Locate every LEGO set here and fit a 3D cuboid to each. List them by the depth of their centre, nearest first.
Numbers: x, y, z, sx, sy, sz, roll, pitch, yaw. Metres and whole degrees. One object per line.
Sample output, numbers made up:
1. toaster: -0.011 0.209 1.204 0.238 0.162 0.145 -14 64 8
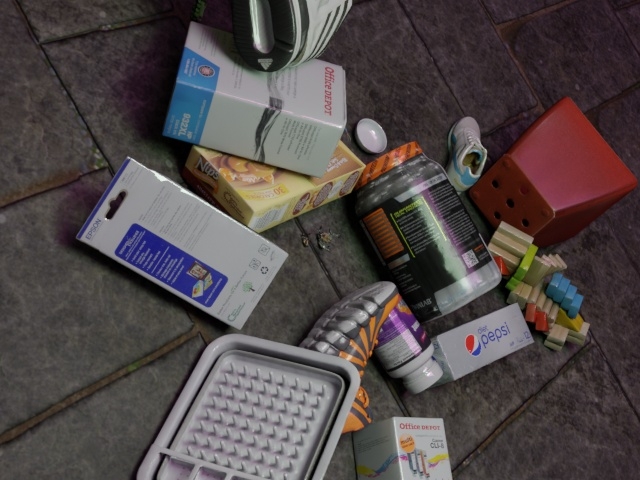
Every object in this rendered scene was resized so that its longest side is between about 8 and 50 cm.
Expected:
1. LEGO set: -0.002 -0.002 1.846 0.083 0.023 0.054 9 60 -21

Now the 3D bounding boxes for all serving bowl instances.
1. serving bowl: 0.106 -0.226 2.034 0.083 0.027 0.083 18 58 -32

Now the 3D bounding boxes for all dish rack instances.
1. dish rack: -0.105 0.316 1.480 0.072 0.285 0.333 78 29 -46

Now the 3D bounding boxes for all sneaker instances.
1. sneaker: -0.056 -0.539 1.663 0.257 0.169 0.448 -28 121 -60
2. sneaker: 0.055 0.230 1.693 0.321 0.124 0.180 -43 107 -18
3. sneaker: 0.353 -0.209 2.181 0.087 0.092 0.229 31 51 -22

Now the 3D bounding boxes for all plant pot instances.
1. plant pot: 0.512 -0.126 2.143 0.235 0.267 0.267 -28 76 -34

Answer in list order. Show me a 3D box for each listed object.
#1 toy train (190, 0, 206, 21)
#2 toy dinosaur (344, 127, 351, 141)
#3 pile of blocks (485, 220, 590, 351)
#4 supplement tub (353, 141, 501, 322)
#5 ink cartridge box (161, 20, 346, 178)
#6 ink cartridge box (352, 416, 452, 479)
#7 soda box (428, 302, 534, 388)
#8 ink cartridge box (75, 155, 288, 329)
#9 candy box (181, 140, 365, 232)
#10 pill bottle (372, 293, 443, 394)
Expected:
1. toy train: -0.246 -0.479 1.884 0.023 0.017 0.083 33 51 -35
2. toy dinosaur: 0.029 -0.244 1.957 0.082 0.047 0.090 -97 166 -56
3. pile of blocks: 0.497 0.123 2.094 0.362 0.149 0.113 45 49 -13
4. supplement tub: 0.207 -0.018 1.890 0.207 0.207 0.338 -26 87 -43
5. ink cartridge box: -0.118 -0.261 1.704 0.307 0.129 0.223 15 38 -11
6. ink cartridge box: 0.152 0.420 1.683 0.128 0.127 0.176 9 62 -35
7. soda box: 0.322 0.219 1.945 0.286 0.091 0.098 -16 81 -42
8. ink cartridge box: -0.233 0.004 1.567 0.332 0.065 0.165 34 91 -24
9. candy box: -0.084 -0.135 1.761 0.316 0.088 0.183 -25 65 -44
10. pill bottle: 0.155 0.201 1.808 0.108 0.108 0.193 -37 94 -43
